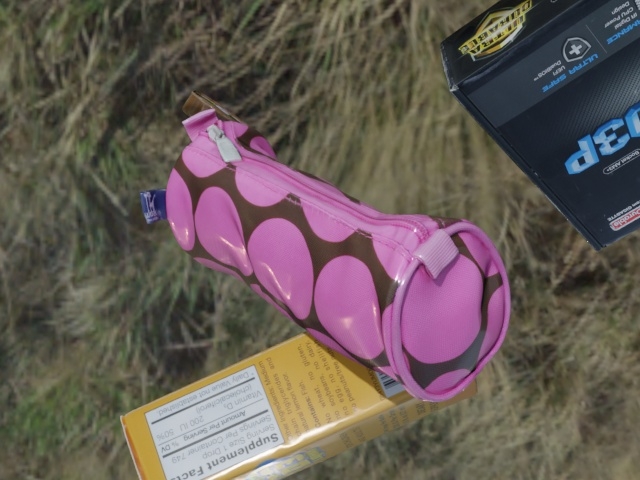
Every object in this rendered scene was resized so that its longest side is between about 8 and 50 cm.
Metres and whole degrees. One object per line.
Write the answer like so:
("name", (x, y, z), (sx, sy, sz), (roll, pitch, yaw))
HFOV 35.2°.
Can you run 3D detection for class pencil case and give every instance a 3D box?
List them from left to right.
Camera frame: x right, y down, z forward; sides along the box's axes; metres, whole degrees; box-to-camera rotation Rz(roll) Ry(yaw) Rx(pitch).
("pencil case", (0.000, 0.000, 0.527), (0.095, 0.209, 0.098), (-27, 126, -32))

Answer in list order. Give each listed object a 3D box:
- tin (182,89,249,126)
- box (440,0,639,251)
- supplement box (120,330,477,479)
("tin", (-0.157, -0.185, 1.524), (0.106, 0.190, 0.040), (38, 95, -9))
("box", (0.207, -0.107, 0.580), (0.220, 0.051, 0.175), (-32, 128, 23))
("supplement box", (-0.012, 0.113, 0.696), (0.233, 0.080, 0.078), (-22, 156, 0))
